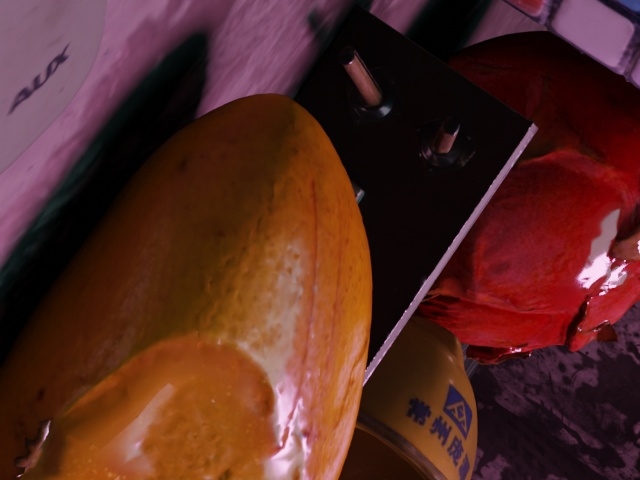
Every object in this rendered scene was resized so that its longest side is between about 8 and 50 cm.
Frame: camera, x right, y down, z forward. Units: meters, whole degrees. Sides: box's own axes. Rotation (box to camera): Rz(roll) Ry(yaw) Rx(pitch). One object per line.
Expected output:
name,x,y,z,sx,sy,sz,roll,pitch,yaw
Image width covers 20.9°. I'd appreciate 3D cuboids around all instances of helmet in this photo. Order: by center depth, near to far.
helmet,0.027,0.109,1.147,0.257,0.205,0.140,-5,-138,49

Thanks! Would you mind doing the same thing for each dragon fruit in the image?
dragon fruit,0.149,-0.036,1.212,0.241,0.252,0.240,-2,90,-68

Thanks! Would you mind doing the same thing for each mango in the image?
mango,-0.056,0.054,0.818,0.187,0.138,0.257,21,100,-38

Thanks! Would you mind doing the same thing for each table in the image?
table,0.000,0.000,0.958,0.240,0.122,0.111,-57,170,6

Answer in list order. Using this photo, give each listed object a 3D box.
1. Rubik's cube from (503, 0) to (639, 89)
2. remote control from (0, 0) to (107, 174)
Rubik's cube,0.276,-0.244,1.058,0.256,0.259,0.253,-50,170,-26
remote control,-0.081,-0.118,0.446,0.090,0.038,0.309,-49,167,-33
